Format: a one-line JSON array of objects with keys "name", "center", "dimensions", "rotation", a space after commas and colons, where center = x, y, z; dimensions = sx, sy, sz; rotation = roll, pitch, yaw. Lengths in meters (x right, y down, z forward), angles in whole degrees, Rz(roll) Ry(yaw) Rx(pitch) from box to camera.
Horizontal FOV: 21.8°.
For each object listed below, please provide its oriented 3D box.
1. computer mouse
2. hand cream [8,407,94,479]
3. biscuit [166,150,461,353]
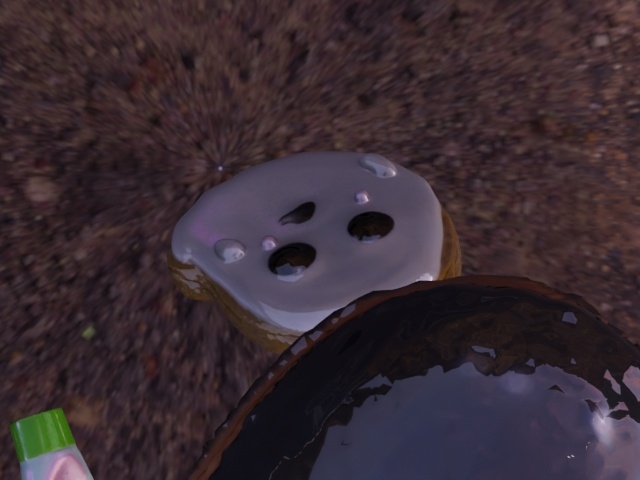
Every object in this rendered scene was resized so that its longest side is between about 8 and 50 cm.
[{"name": "computer mouse", "center": [0.010, 0.155, 0.619], "dimensions": [0.183, 0.116, 0.323], "rotation": [40, 114, 15]}, {"name": "hand cream", "center": [-0.207, 0.284, 1.469], "dimensions": [0.079, 0.050, 0.275], "rotation": [-18, 85, -20]}, {"name": "biscuit", "center": [0.000, 0.000, 1.135], "dimensions": [0.181, 0.208, 0.049], "rotation": [-31, 129, -21]}]
